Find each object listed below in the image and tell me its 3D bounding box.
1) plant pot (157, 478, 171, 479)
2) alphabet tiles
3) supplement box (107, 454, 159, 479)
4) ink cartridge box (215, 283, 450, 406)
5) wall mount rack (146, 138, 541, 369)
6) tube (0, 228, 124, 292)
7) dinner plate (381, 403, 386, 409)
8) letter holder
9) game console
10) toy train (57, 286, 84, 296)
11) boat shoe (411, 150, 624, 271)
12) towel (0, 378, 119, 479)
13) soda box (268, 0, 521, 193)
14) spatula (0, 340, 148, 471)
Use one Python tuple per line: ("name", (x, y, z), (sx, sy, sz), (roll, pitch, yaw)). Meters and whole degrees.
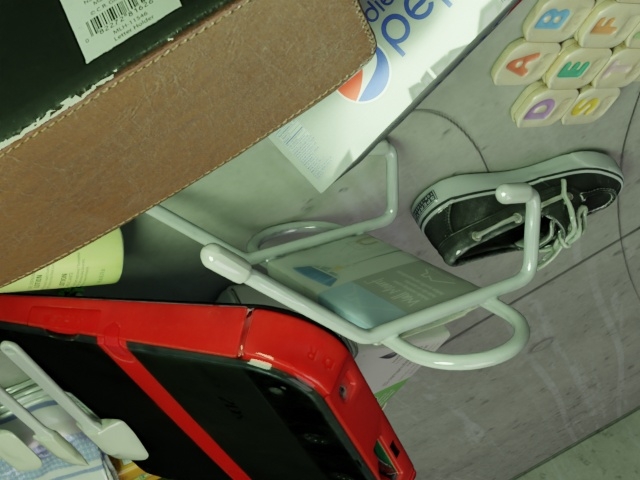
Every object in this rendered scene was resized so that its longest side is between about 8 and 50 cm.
("plant pot", (-0.194, 0.418, 1.324), (0.276, 0.276, 0.254), (-25, 164, -6))
("alphabet tiles", (0.310, -0.216, 0.925), (0.278, 0.021, 0.284), (-7, 146, -34))
("supplement box", (-0.268, 0.279, 1.180), (0.233, 0.080, 0.078), (-20, 152, -12))
("ink cartridge box", (-0.014, 0.140, 1.131), (0.273, 0.114, 0.198), (-5, 145, -37))
("wall mount rack", (0.000, 0.000, 0.783), (0.304, 0.350, 0.130), (-15, 114, -29))
("tube", (-0.282, 0.017, 0.751), (0.240, 0.062, 0.070), (-4, 104, -30))
("dinner plate", (0.044, 0.288, 1.539), (0.141, 0.017, 0.141), (-22, 151, -13))
("letter holder", (-0.123, -0.097, 0.602), (0.302, 0.152, 0.214), (-31, 154, 5))
("game console", (-0.102, 0.165, 0.907), (0.342, 0.060, 0.386), (5, 148, 23))
("toy train", (-0.254, 0.070, 0.897), (0.083, 0.023, 0.017), (-41, 149, 24))
("boat shoe", (0.256, -0.029, 1.100), (0.306, 0.105, 0.113), (-7, 146, -34))
("towel", (-0.340, 0.282, 1.061), (0.209, 0.034, 0.285), (-20, 129, -13))
("soda box", (0.075, -0.168, 0.688), (0.286, 0.091, 0.098), (-44, 179, 28))
("spatula", (-0.289, 0.165, 0.912), (0.168, 0.019, 0.242), (-5, 139, 19))
